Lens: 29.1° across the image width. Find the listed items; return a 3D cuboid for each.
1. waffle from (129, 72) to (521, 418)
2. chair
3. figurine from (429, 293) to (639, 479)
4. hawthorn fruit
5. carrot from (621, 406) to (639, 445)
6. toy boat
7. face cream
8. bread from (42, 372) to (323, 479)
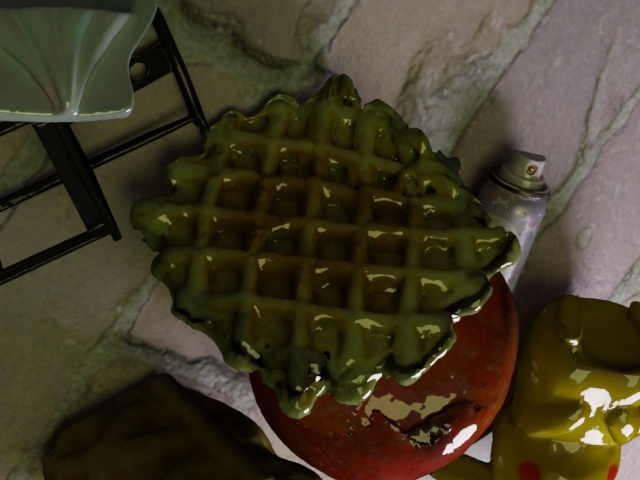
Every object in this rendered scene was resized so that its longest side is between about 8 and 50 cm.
[{"bbox_3d":[0.000,0.000,1.106,0.297,0.317,0.073,-35,154,-20],"label":"waffle"},{"bbox_3d":[-0.222,-0.082,1.041,0.260,0.141,0.154,-26,127,-6],"label":"chair"},{"bbox_3d":[0.270,0.207,1.437,0.218,0.169,0.326,10,113,-13],"label":"figurine"},{"bbox_3d":[0.047,0.129,1.235,0.276,0.276,0.307,-10,149,-20],"label":"hawthorn fruit"},{"bbox_3d":[0.419,0.221,1.586,0.271,0.066,0.062,-25,83,-7],"label":"carrot"},{"bbox_3d":[-0.212,-0.214,0.931,0.199,0.290,0.100,-3,160,-16],"label":"toy boat"},{"bbox_3d":[0.187,0.010,1.330,0.075,0.075,0.229,4,116,-28],"label":"face cream"},{"bbox_3d":[-0.126,0.266,1.233,0.239,0.252,0.196,-28,124,-14],"label":"bread"}]
